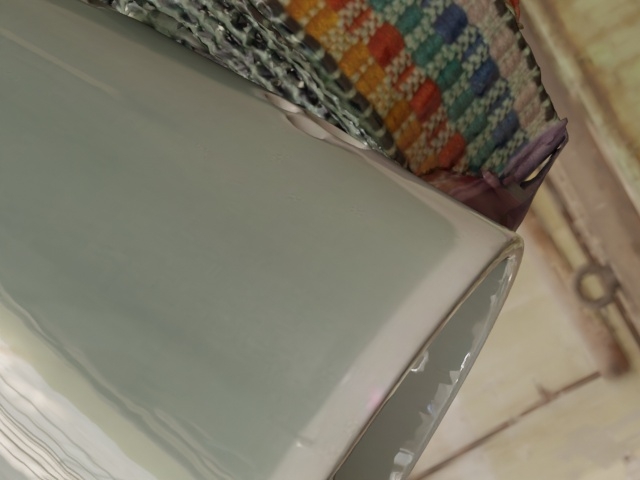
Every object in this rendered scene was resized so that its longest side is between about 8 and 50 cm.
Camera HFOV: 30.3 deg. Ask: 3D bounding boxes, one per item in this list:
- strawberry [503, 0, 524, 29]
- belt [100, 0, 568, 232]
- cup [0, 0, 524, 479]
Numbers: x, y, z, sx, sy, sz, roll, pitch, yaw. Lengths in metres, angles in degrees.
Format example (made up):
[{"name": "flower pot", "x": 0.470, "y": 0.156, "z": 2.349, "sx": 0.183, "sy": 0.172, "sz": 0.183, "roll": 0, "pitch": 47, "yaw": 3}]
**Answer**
[{"name": "strawberry", "x": 0.175, "y": -0.307, "z": 1.283, "sx": 0.146, "sy": 0.082, "sz": 0.187, "roll": 58, "pitch": -152, "yaw": -76}, {"name": "belt", "x": -0.021, "y": -0.102, "z": 0.672, "sx": 0.295, "sy": 0.160, "sz": 0.206, "roll": 48, "pitch": 154, "yaw": -14}, {"name": "cup", "x": -0.108, "y": 0.061, "z": 0.491, "sx": 0.274, "sy": 0.259, "sz": 0.357, "roll": 33, "pitch": 159, "yaw": 13}]
